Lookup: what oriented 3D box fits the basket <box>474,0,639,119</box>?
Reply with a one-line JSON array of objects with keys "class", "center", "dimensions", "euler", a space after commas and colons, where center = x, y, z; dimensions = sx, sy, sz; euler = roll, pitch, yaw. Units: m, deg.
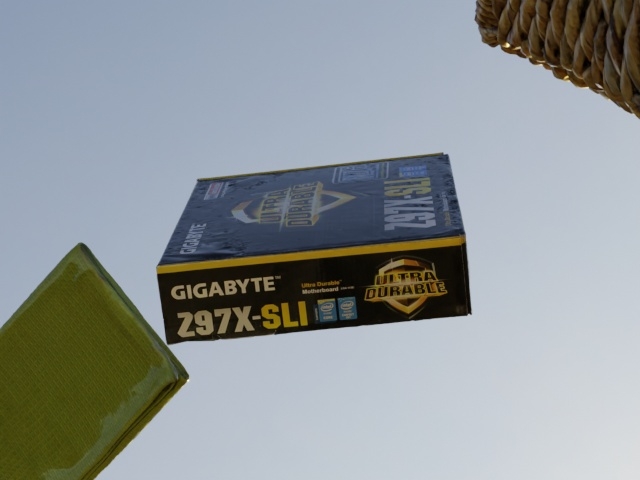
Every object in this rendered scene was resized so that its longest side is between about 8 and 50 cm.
[{"class": "basket", "center": [0.255, -0.213, 0.941], "dimensions": [0.299, 0.223, 0.214], "euler": [-18, -61, -19]}]

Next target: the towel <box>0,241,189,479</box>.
[{"class": "towel", "center": [-0.179, 0.115, 0.925], "dimensions": [0.237, 0.102, 0.021], "euler": [-45, -11, 23]}]

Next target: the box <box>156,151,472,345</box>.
[{"class": "box", "center": [0.000, 0.000, 1.465], "dimensions": [0.257, 0.079, 0.322], "euler": [-4, 15, 4]}]
